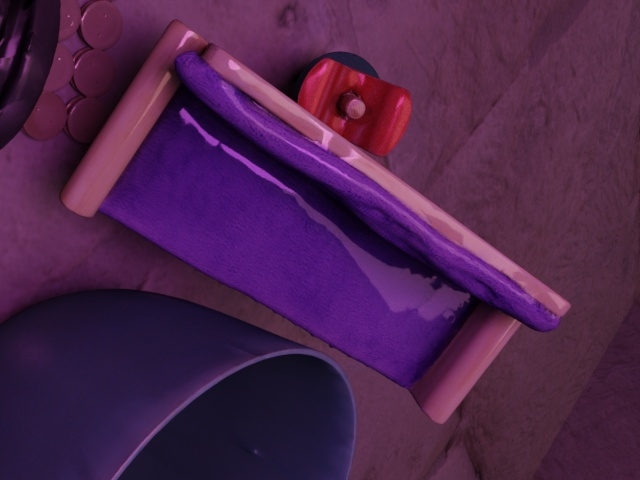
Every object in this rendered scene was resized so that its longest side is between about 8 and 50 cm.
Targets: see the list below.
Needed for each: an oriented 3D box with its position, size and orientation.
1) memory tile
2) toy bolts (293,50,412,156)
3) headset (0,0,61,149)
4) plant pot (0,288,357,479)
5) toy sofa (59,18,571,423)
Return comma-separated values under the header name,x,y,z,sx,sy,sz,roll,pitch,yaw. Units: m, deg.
name,x,y,z,sx,sy,sz,roll,pitch,yaw
memory tile,-0.194,-0.145,0.532,0.113,0.012,0.148,-5,114,-52
toy bolts,-0.035,-0.085,0.719,0.218,0.158,0.228,24,102,-16
headset,-0.212,-0.141,0.356,0.394,0.185,0.243,-45,142,-10
plant pot,-0.152,0.170,0.577,0.293,0.235,0.293,-30,131,-40
toy sofa,0.000,0.000,0.571,0.362,0.177,0.150,33,98,-21
